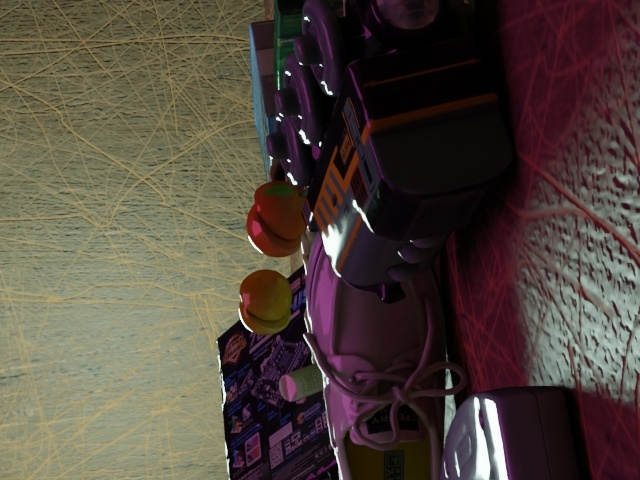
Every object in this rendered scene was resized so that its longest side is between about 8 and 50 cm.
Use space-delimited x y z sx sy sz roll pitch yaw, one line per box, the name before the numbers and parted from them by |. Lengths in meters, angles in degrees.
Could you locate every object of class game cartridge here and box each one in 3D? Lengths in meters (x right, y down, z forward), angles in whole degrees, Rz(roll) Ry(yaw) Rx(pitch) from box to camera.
game cartridge | 0.134 0.210 0.947 0.297 0.062 0.198 97 170 -70

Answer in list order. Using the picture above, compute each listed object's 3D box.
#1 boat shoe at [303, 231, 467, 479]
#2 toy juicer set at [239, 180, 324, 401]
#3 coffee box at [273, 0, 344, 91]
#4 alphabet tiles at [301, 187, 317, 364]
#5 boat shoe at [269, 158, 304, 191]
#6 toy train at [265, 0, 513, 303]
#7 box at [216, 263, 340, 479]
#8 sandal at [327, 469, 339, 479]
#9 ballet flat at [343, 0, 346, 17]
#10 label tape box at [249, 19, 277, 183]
boat shoe | 0.058 0.149 1.226 0.156 0.136 0.367 -126 33 -78
toy juicer set | 0.021 0.056 1.347 0.089 0.209 0.329 25 140 40
coffee box | -0.001 -0.244 1.659 0.184 0.113 0.040 96 164 -62
alphabet tiles | 0.000 0.000 1.532 0.284 0.021 0.278 83 -170 -62
boat shoe | -0.015 -0.107 1.930 0.324 0.120 0.122 -151 56 -84
toy train | 0.049 -0.071 1.063 0.334 0.142 0.190 113 143 -68
box | -0.018 0.189 1.723 0.295 0.073 0.293 -41 43 38
sandal | 0.015 0.356 1.589 0.067 0.040 0.179 -108 14 -72
ballet flat | 0.057 -0.248 1.249 0.086 0.086 0.248 93 169 -61
label tape box | -0.051 -0.190 2.344 0.240 0.106 0.333 88 173 -45
